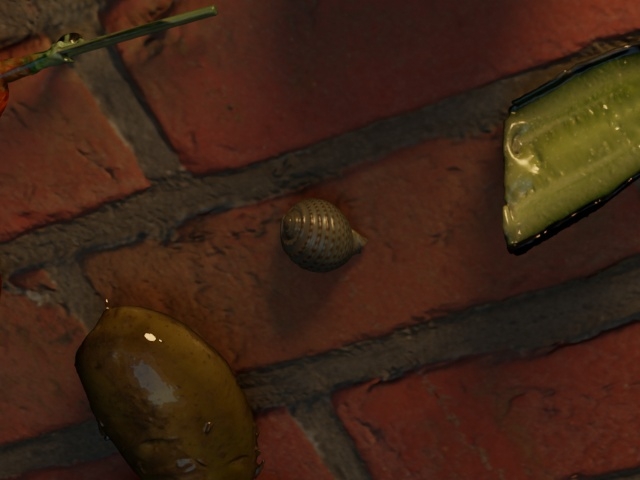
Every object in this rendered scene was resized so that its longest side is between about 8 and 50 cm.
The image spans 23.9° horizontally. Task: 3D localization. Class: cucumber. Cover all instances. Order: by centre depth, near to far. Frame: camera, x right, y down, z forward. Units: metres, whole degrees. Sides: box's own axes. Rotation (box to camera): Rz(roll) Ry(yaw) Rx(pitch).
[{"bbox_3d":[0.224,-0.080,1.260,0.193,0.115,0.086,-34,158,23],"label":"cucumber"}]

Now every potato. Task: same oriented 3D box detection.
[{"bbox_3d":[-0.146,0.159,1.473,0.149,0.113,0.251,-17,114,28],"label":"potato"}]

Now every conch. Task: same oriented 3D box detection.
[{"bbox_3d":[-0.002,0.002,1.370,0.085,0.056,0.076,36,136,-17],"label":"conch"}]

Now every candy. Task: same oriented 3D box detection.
[{"bbox_3d":[-0.223,-0.158,1.276,0.288,0.078,0.084,-15,139,14],"label":"candy"}]
